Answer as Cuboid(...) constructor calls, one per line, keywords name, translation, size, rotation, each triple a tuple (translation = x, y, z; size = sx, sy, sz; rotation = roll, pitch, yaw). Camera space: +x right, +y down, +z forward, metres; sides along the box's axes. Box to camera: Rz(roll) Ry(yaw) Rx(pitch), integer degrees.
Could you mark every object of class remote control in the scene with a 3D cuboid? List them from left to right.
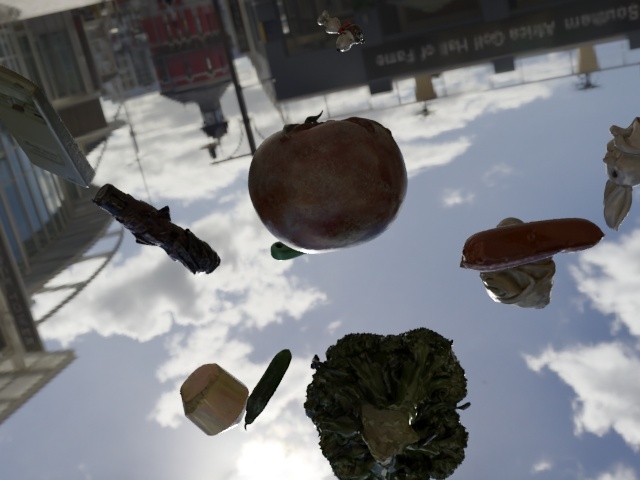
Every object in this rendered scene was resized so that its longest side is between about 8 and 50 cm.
Cuboid(name="remote control", translation=(-0.445, -0.181, 1.224), size=(0.124, 0.285, 0.038), rotation=(23, -112, 12))

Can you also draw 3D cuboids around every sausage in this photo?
Cuboid(name="sausage", translation=(0.468, 0.002, 1.719), size=(0.349, 0.093, 0.097), rotation=(-11, 179, -15))

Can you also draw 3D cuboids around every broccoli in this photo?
Cuboid(name="broccoli", translation=(0.127, 0.308, 1.364), size=(0.304, 0.321, 0.283), rotation=(-24, 177, 3))

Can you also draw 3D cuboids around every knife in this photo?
Cuboid(name="knife", translation=(-0.001, -0.001, 1.846), size=(0.261, 0.034, 0.063), rotation=(-15, -148, -26))

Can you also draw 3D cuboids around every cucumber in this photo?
Cuboid(name="cucumber", translation=(-0.090, 0.246, 1.301), size=(0.037, 0.037, 0.155), rotation=(6, -121, 47))

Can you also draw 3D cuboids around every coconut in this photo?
Cuboid(name="coconut", translation=(-0.239, 0.371, 1.796), size=(0.147, 0.152, 0.147), rotation=(-33, -152, 21))

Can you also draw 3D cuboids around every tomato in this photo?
Cuboid(name="tomato", translation=(0.013, -0.120, 1.549), size=(0.317, 0.282, 0.316), rotation=(-6, -173, 1))

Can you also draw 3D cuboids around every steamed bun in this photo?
Cuboid(name="steamed bun", translation=(0.470, 0.072, 1.932), size=(0.144, 0.218, 0.211), rotation=(-24, -128, -22))

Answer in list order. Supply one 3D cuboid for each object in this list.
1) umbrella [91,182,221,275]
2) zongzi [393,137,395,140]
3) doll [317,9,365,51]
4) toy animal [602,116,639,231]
Cuboid(name="umbrella", translation=(-0.349, -0.020, 1.675), size=(0.094, 0.326, 0.090), rotation=(-8, -125, 46))
Cuboid(name="zongzi", translation=(0.149, -0.239, 2.432), size=(0.112, 0.242, 0.221), rotation=(-29, -142, -22))
Cuboid(name="doll", translation=(0.038, -0.376, 1.386), size=(0.058, 0.085, 0.040), rotation=(-33, 169, 0))
Cuboid(name="toy animal", translation=(0.576, -0.129, 1.490), size=(0.131, 0.220, 0.103), rotation=(12, -144, -17))
